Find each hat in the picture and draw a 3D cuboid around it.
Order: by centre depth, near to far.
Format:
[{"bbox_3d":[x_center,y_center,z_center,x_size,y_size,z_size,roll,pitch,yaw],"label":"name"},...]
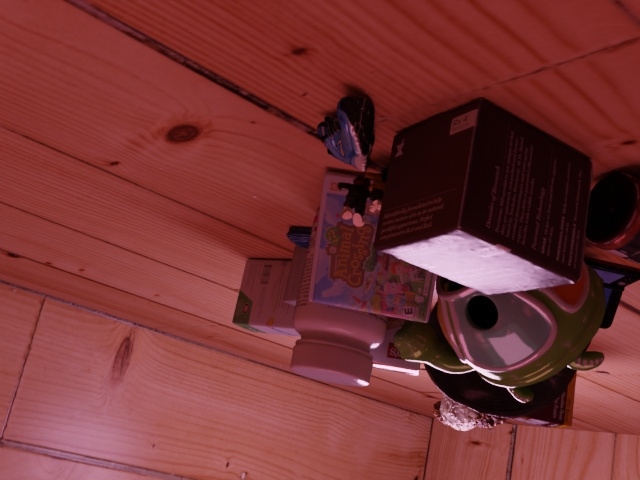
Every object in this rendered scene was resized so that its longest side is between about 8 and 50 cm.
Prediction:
[{"bbox_3d":[0.351,0.168,1.558,0.331,0.331,0.134,12,-158,1],"label":"hat"}]

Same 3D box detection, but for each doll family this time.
[{"bbox_3d":[0.121,-0.057,1.151,0.193,0.111,0.076,26,128,-4],"label":"doll family"}]

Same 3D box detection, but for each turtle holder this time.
[{"bbox_3d":[0.290,0.105,1.323,0.227,0.243,0.320,38,155,-24],"label":"turtle holder"}]

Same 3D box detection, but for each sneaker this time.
[{"bbox_3d":[0.028,-0.135,1.030,0.073,0.063,0.162,13,163,8],"label":"sneaker"}]

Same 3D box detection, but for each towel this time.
[{"bbox_3d":[0.000,0.000,1.533,0.119,0.029,0.067,4,162,23],"label":"towel"}]

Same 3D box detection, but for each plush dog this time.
[{"bbox_3d":[0.414,0.420,2.256,0.211,0.225,0.262,25,159,-36],"label":"plush dog"}]

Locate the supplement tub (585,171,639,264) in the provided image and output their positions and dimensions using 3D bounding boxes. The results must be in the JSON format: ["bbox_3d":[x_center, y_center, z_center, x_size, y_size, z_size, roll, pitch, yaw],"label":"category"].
[{"bbox_3d":[0.450,-0.012,1.061,0.198,0.106,0.106,19,161,-22],"label":"supplement tub"}]

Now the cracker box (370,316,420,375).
[{"bbox_3d":[0.124,0.119,1.483,0.156,0.232,0.067,9,163,8],"label":"cracker box"}]

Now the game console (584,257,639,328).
[{"bbox_3d":[0.470,0.092,1.411,0.144,0.085,0.124,12,163,-3],"label":"game console"}]

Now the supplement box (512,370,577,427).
[{"bbox_3d":[0.536,0.368,2.065,0.194,0.191,0.129,13,163,-4],"label":"supplement box"}]

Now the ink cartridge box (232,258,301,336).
[{"bbox_3d":[-0.071,0.127,1.773,0.212,0.154,0.093,0,159,33],"label":"ink cartridge box"}]

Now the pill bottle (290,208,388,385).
[{"bbox_3d":[0.042,0.095,1.374,0.160,0.283,0.160,11,163,4],"label":"pill bottle"}]

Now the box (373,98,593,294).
[{"bbox_3d":[0.206,-0.044,1.016,0.203,0.167,0.168,21,161,-27],"label":"box"}]

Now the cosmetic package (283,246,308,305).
[{"bbox_3d":[0.051,0.100,1.655,0.238,0.127,0.107,24,158,-30],"label":"cosmetic package"}]

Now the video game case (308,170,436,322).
[{"bbox_3d":[0.088,0.011,1.241,0.193,0.212,0.023,10,-163,8],"label":"video game case"}]
